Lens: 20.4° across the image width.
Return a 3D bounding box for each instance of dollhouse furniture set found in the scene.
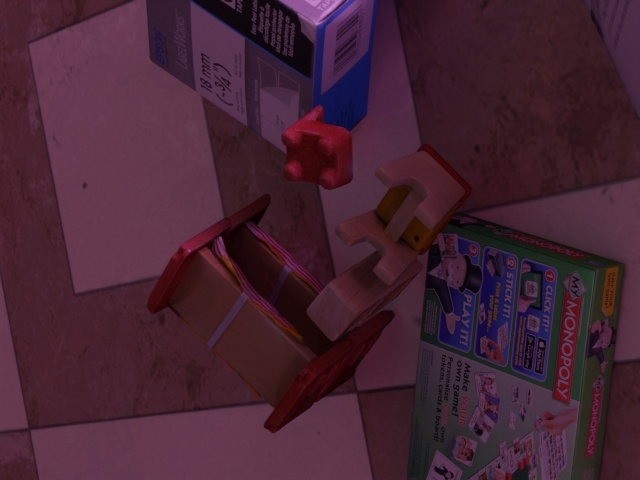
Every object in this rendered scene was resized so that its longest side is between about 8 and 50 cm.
[{"bbox_3d":[0.000,0.000,1.787,0.201,0.152,0.374,45,132,11],"label":"dollhouse furniture set"}]

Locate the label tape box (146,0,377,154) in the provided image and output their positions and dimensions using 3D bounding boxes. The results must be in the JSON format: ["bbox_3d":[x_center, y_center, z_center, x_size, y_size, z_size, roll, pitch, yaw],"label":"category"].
[{"bbox_3d":[-0.104,-0.254,1.800,0.334,0.106,0.240,35,153,19],"label":"label tape box"}]

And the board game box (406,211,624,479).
[{"bbox_3d":[0.183,0.150,1.741,0.213,0.046,0.317,20,111,43],"label":"board game box"}]

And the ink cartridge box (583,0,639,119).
[{"bbox_3d":[0.277,-0.248,1.426,0.223,0.129,0.307,77,170,-76],"label":"ink cartridge box"}]
